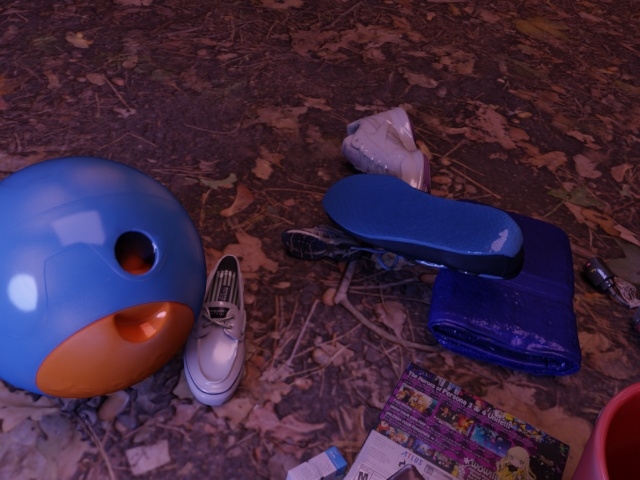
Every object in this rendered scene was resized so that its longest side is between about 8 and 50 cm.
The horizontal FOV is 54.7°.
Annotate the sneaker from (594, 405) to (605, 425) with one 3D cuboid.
[{"bbox_3d":[0.401,0.271,0.809,0.061,0.065,0.158,18,43,8],"label":"sneaker"}]

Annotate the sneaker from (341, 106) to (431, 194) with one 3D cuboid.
[{"bbox_3d":[0.124,-0.144,1.192,0.152,0.114,0.305,-9,40,-1],"label":"sneaker"}]

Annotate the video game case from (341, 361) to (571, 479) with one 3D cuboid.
[{"bbox_3d":[0.170,0.283,0.764,0.232,0.042,0.210,26,45,16],"label":"video game case"}]

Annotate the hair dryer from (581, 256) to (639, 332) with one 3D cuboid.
[{"bbox_3d":[0.602,0.108,1.019,0.223,0.080,0.294,-7,45,-19],"label":"hair dryer"}]

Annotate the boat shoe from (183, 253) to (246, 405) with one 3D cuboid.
[{"bbox_3d":[-0.145,0.113,0.858,0.083,0.076,0.226,2,43,-9],"label":"boat shoe"}]

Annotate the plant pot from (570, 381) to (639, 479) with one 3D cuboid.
[{"bbox_3d":[0.359,0.317,0.618,0.274,0.243,0.275,6,43,-5],"label":"plant pot"}]

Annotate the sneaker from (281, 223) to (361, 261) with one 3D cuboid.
[{"bbox_3d":[0.000,0.000,1.038,0.135,0.052,0.058,11,34,-13],"label":"sneaker"}]

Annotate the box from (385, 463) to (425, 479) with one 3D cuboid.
[{"bbox_3d":[0.122,0.413,0.519,0.191,0.143,0.381,-30,56,-19],"label":"box"}]

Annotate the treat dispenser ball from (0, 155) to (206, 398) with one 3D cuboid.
[{"bbox_3d":[-0.283,0.043,0.746,0.288,0.288,0.288,6,42,-5],"label":"treat dispenser ball"}]

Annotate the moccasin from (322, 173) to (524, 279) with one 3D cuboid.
[{"bbox_3d":[0.144,-0.004,0.955,0.342,0.117,0.138,26,70,41],"label":"moccasin"}]

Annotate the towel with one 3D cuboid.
[{"bbox_3d":[0.296,0.070,1.005,0.227,0.076,0.308,18,44,3],"label":"towel"}]

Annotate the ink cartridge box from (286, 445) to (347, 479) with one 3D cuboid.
[{"bbox_3d":[-0.013,0.280,0.724,0.083,0.048,0.028,-19,50,-29],"label":"ink cartridge box"}]
